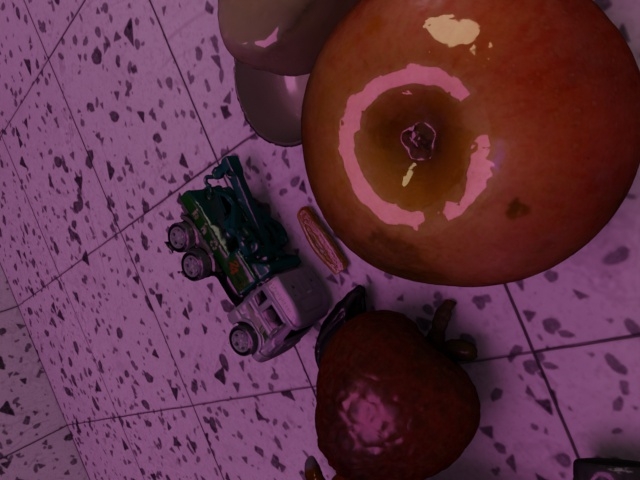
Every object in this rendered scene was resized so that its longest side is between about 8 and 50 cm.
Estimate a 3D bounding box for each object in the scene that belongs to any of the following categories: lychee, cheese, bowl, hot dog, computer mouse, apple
[{"bbox_3d":[0.117,0.222,0.876,0.255,0.300,0.255,50,169,14],"label":"lychee"},{"bbox_3d":[-0.055,-0.385,0.768,0.351,0.130,0.328,31,88,28],"label":"cheese"},{"bbox_3d":[-0.028,-0.257,0.905,0.211,0.112,0.211,18,118,37],"label":"bowl"},{"bbox_3d":[0.000,0.000,1.037,0.044,0.028,0.137,-40,79,18],"label":"hot dog"},{"bbox_3d":[0.031,0.159,1.012,0.062,0.106,0.192,22,116,22],"label":"computer mouse"},{"bbox_3d":[0.147,-0.120,0.641,0.364,0.364,0.363,18,117,38],"label":"apple"}]

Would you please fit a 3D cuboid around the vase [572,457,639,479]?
[{"bbox_3d":[0.384,0.430,0.717,0.156,0.251,0.300,147,126,-68],"label":"vase"}]

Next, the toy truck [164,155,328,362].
[{"bbox_3d":[-0.137,0.035,1.086,0.178,0.177,0.363,-37,78,32],"label":"toy truck"}]

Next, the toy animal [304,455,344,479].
[{"bbox_3d":[0.038,0.558,1.088,0.302,0.225,0.284,83,168,-84],"label":"toy animal"}]
